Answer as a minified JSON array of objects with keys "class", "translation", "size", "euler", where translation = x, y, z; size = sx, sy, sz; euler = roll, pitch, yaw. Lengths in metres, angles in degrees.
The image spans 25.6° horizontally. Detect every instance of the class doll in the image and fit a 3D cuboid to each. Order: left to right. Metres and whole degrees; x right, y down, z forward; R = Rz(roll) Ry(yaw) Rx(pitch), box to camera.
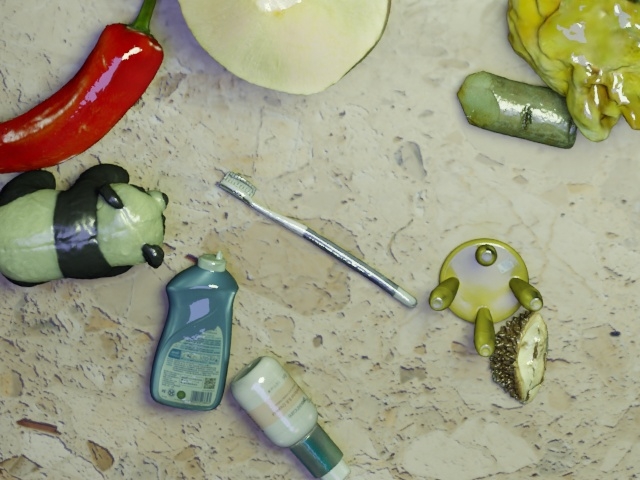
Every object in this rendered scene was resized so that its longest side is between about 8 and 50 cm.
[{"class":"doll","translation":[-0.297,-0.011,1.718],"size":[0.234,0.135,0.143],"euler":[-6,105,3]}]

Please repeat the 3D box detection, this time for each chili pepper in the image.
[{"class":"chili pepper","translation":[-0.314,-0.171,1.703],"size":[0.368,0.092,0.137],"euler":[-35,84,9]}]

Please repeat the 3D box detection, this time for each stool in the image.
[{"class":"stool","translation":[0.199,0.062,1.698],"size":[0.134,0.110,0.135],"euler":[1,103,6]}]

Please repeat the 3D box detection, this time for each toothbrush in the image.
[{"class":"toothbrush","translation":[0.000,0.000,1.747],"size":[0.288,0.024,0.026],"euler":[33,91,-2]}]

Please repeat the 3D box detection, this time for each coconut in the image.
[{"class":"coconut","translation":[-0.037,-0.289,1.563],"size":[0.259,0.259,0.259],"euler":[1,104,5]}]

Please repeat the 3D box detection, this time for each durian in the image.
[{"class":"durian","translation":[0.246,0.145,1.759],"size":[0.066,0.052,0.130],"euler":[-7,111,-32]}]

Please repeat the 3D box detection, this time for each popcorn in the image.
[{"class":"popcorn","translation":[0.321,-0.245,1.567],"size":[0.233,0.192,0.266],"euler":[-4,86,13]}]

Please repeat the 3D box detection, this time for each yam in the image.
[{"class":"yam","translation":[0.232,-0.154,1.662],"size":[0.146,0.070,0.070],"euler":[15,105,0]}]

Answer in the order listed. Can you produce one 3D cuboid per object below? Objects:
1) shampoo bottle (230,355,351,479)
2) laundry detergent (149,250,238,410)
[{"class":"shampoo bottle","translation":[-0.032,0.235,1.780],"size":[0.074,0.074,0.192],"euler":[-38,97,13]},{"class":"laundry detergent","translation":[-0.154,0.109,1.768],"size":[0.096,0.061,0.206],"euler":[13,105,4]}]
